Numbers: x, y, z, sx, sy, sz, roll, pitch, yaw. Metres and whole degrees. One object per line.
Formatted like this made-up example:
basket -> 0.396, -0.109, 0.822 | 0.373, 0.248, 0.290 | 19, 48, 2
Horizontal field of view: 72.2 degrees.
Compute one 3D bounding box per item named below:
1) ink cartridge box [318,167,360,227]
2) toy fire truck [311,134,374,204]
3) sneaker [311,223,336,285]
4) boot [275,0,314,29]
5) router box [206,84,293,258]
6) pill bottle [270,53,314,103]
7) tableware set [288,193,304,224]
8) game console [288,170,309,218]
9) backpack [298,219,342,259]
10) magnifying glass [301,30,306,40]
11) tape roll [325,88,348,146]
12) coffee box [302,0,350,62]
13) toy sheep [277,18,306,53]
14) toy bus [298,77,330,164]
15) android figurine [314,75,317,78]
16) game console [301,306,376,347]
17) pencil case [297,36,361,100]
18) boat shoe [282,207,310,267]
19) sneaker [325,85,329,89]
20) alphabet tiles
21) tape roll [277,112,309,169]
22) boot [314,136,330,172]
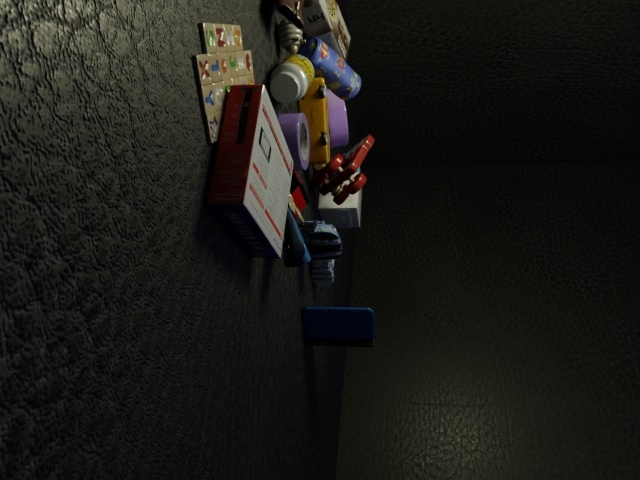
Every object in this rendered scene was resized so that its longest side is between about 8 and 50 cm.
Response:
ink cartridge box -> 0.105, -0.226, 2.240 | 0.198, 0.197, 0.270 | 72, 20, -61
toy fire truck -> 0.110, -0.321, 1.966 | 0.302, 0.169, 0.254 | -32, -157, 58
sneaker -> 0.010, 0.034, 1.975 | 0.182, 0.127, 0.316 | -84, 175, -49
boot -> -0.083, -0.740, 1.366 | 0.248, 0.090, 0.207 | 10, 65, -59
router box -> -0.154, -0.151, 1.077 | 0.335, 0.082, 0.301 | 70, 24, -66
pill bottle -> -0.091, -0.501, 1.370 | 0.208, 0.117, 0.118 | -74, 161, -56
tableware set -> -0.099, -0.131, 1.453 | 0.141, 0.020, 0.169 | 64, 1, 25
game console -> -0.098, -0.172, 1.628 | 0.124, 0.085, 0.144 | 60, -3, 24
backpack -> 0.000, 0.000, 1.720 | 0.117, 0.173, 0.158 | -77, 163, -51
magnifying glass -> -0.067, -0.908, 1.773 | 0.092, 0.026, 0.231 | 40, 51, -77
tape roll -> 0.065, -0.592, 2.125 | 0.275, 0.090, 0.275 | 171, -90, -88
coffee box -> 0.011, -0.863, 1.754 | 0.297, 0.118, 0.168 | 52, 41, -53
toy sheep -> -0.098, -0.672, 1.424 | 0.091, 0.091, 0.132 | -36, 119, -77
toy bus -> -0.023, -0.478, 1.775 | 0.130, 0.108, 0.333 | -62, 150, -70
android figurine -> -0.026, -0.695, 1.908 | 0.273, 0.056, 0.248 | -79, 165, -49
game console -> 0.084, 0.354, 1.851 | 0.250, 0.293, 0.174 | 17, 73, -80
pencil case -> 0.033, -0.683, 1.759 | 0.306, 0.133, 0.119 | 22, 58, -47
boat shoe -> -0.107, -0.020, 1.338 | 0.258, 0.089, 0.109 | -114, 179, -54
sneaker -> 0.068, -0.752, 2.295 | 0.271, 0.107, 0.100 | -43, 131, -78
alphabet tiles -> -0.207, -0.348, 1.026 | 0.342, 0.011, 0.285 | -69, 156, -64
tape roll -> -0.092, -0.330, 1.475 | 0.189, 0.080, 0.189 | -1, 90, -79
boot -> 0.012, -0.405, 2.091 | 0.152, 0.072, 0.197 | 25, 77, -78
